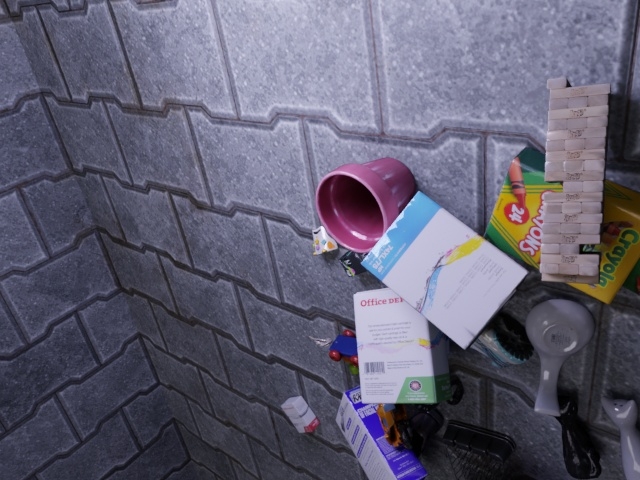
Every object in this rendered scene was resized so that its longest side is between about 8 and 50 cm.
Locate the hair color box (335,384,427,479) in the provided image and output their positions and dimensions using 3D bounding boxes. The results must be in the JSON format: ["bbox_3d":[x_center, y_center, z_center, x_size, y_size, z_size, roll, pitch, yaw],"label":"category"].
[{"bbox_3d":[0.182,0.647,1.697,0.339,0.110,0.185,53,147,36],"label":"hair color box"}]

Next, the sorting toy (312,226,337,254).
[{"bbox_3d":[0.000,0.000,1.551,0.083,0.044,0.075,-22,83,50],"label":"sorting toy"}]

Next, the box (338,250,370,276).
[{"bbox_3d":[0.102,0.055,1.472,0.083,0.052,0.062,-24,101,50],"label":"box"}]

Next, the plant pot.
[{"bbox_3d":[0.118,-0.100,1.238,0.201,0.180,0.201,26,134,30],"label":"plant pot"}]

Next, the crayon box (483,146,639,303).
[{"bbox_3d":[0.489,-0.020,1.009,0.318,0.081,0.202,30,135,26],"label":"crayon box"}]

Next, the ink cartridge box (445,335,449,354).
[{"bbox_3d":[0.246,0.281,1.456,0.180,0.104,0.060,18,132,36],"label":"ink cartridge box"}]

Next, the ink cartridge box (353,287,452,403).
[{"bbox_3d":[0.203,0.261,1.344,0.201,0.117,0.278,-12,76,33],"label":"ink cartridge box"}]

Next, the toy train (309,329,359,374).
[{"bbox_3d":[0.086,0.364,1.691,0.248,0.105,0.143,3,133,44],"label":"toy train"}]

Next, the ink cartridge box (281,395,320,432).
[{"bbox_3d":[-0.079,0.686,2.118,0.099,0.056,0.135,-29,97,51],"label":"ink cartridge box"}]

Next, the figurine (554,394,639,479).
[{"bbox_3d":[0.632,0.435,1.205,0.214,0.092,0.210,-15,102,48],"label":"figurine"}]

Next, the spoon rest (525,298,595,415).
[{"bbox_3d":[0.515,0.249,1.182,0.137,0.084,0.277,7,114,17],"label":"spoon rest"}]

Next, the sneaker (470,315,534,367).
[{"bbox_3d":[0.359,0.201,1.282,0.283,0.110,0.122,45,144,11],"label":"sneaker"}]

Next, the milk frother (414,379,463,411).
[{"bbox_3d":[0.305,0.401,1.500,0.143,0.129,0.135,39,-173,-28],"label":"milk frother"}]

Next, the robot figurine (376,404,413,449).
[{"bbox_3d":[0.196,0.475,1.556,0.211,0.085,0.291,-110,0,-60],"label":"robot figurine"}]

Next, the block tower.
[{"bbox_3d":[0.427,-0.097,0.896,0.097,0.091,0.336,2,94,29],"label":"block tower"}]

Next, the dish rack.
[{"bbox_3d":[0.471,0.664,1.545,0.208,0.074,0.272,2,120,46],"label":"dish rack"}]

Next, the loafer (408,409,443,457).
[{"bbox_3d":[0.283,0.625,1.679,0.109,0.095,0.303,37,138,17],"label":"loafer"}]

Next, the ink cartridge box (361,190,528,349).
[{"bbox_3d":[0.265,0.070,1.139,0.270,0.197,0.198,40,-177,20],"label":"ink cartridge box"}]
